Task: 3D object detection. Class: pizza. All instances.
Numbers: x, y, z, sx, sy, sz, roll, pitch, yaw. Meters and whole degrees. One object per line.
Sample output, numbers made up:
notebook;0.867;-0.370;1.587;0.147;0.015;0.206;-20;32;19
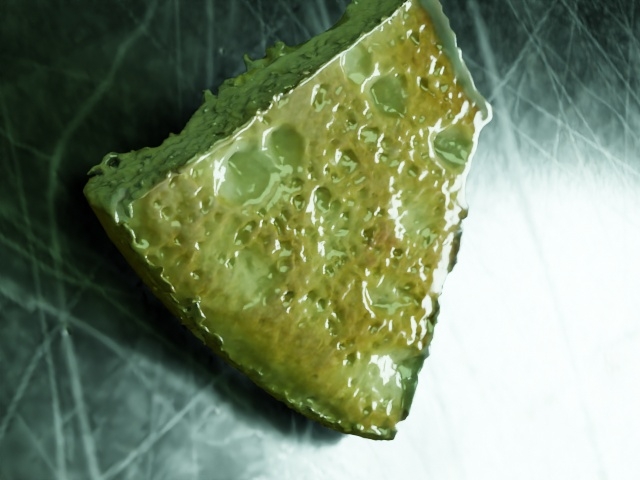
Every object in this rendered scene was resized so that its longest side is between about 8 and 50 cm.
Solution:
pizza;0.003;-0.009;0.767;0.188;0.080;0.204;-43;121;-18
